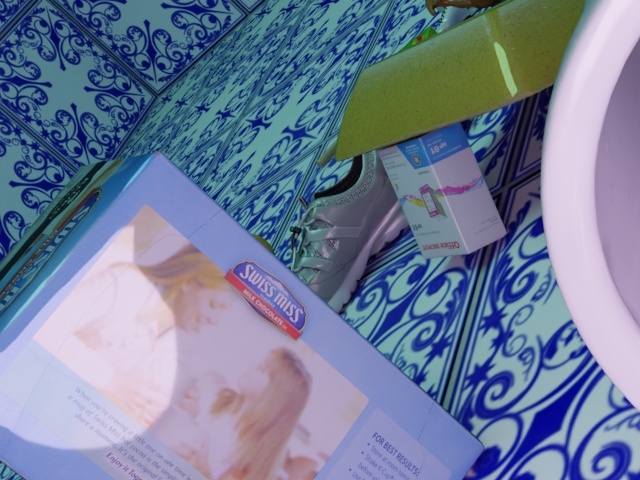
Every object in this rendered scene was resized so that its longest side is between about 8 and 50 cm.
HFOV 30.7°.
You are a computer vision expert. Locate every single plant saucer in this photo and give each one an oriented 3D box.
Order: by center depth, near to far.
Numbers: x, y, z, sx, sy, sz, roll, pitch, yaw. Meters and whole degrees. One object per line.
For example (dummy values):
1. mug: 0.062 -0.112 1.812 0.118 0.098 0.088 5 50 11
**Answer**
1. plant saucer: 0.198 -0.200 1.150 0.333 0.081 0.333 -29 7 -27

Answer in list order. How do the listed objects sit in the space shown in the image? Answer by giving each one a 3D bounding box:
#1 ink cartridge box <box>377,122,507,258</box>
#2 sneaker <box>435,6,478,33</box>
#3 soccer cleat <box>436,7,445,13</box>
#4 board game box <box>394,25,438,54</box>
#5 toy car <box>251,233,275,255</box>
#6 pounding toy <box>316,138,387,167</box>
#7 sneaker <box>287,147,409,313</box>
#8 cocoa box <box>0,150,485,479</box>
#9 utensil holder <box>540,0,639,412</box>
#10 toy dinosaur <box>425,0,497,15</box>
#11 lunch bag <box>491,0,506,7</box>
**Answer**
1. ink cartridge box: 0.118 -0.047 1.133 0.052 0.122 0.088 -28 7 -24
2. sneaker: 0.193 -0.334 1.731 0.109 0.044 0.040 -49 19 2
3. soccer cleat: 0.237 -0.428 1.774 0.196 0.076 0.068 -51 17 -10
4. board game box: 0.126 -0.225 1.654 0.092 0.043 0.181 -36 21 32
5. toy car: -0.119 0.080 1.450 0.182 0.159 0.136 -51 -17 -10
6. pounding toy: 0.086 -0.138 1.494 0.181 0.094 0.206 -50 7 10
7. sneaker: 0.000 0.000 1.338 0.281 0.115 0.105 -51 17 -10
8. cocoa box: -0.098 0.129 0.898 0.231 0.347 0.228 -52 18 -14
9. utensil holder: 0.286 -0.113 0.558 0.328 0.327 0.385 -36 18 33
10. toy dinosaur: 0.154 -0.241 1.119 0.211 0.112 0.064 -176 87 -68
11. lunch bag: 0.246 -0.359 1.623 0.067 0.065 0.098 -61 16 10
